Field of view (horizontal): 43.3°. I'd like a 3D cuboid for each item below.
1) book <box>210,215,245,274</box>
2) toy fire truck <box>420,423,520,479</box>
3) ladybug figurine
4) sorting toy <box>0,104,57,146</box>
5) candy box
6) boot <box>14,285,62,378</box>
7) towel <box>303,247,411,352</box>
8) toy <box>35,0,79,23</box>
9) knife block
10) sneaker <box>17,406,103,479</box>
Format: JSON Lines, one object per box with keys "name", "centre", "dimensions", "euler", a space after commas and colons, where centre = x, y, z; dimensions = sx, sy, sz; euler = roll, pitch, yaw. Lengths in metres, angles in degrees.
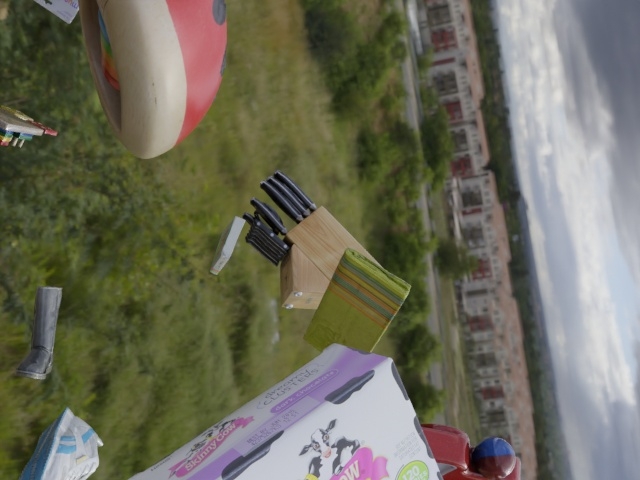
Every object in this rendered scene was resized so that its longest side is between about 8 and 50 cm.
{"name": "book", "centre": [-0.204, 0.014, 1.760], "dimensions": [0.144, 0.035, 0.096], "euler": [136, -25, -66]}
{"name": "toy fire truck", "centre": [0.124, 0.301, 1.047], "dimensions": [0.254, 0.302, 0.169], "euler": [123, -21, -59]}
{"name": "ladybug figurine", "centre": [-0.234, -0.287, 1.132], "dimensions": [0.449, 0.162, 0.305], "euler": [138, -67, -70]}
{"name": "sorting toy", "centre": [-0.593, -0.214, 1.463], "dimensions": [0.046, 0.132, 0.274], "euler": [-63, 175, 7]}
{"name": "candy box", "centre": [0.000, 0.190, 0.496], "dimensions": [0.070, 0.165, 0.196], "euler": [4, -60, 60]}
{"name": "boot", "centre": [-0.657, 0.212, 1.896], "dimensions": [0.189, 0.076, 0.208], "euler": [-167, -89, -79]}
{"name": "towel", "centre": [0.046, 0.105, 1.140], "dimensions": [0.021, 0.102, 0.237], "euler": [-46, 168, -38]}
{"name": "toy", "centre": [-0.449, -0.528, 1.440], "dimensions": [0.237, 0.137, 0.056], "euler": [-57, 161, 5]}
{"name": "knife block", "centre": [0.000, 0.000, 1.448], "dimensions": [0.088, 0.276, 0.242], "euler": [127, -35, -62]}
{"name": "sneaker", "centre": [-0.390, 0.341, 1.227], "dimensions": [0.092, 0.087, 0.228], "euler": [42, 12, -13]}
